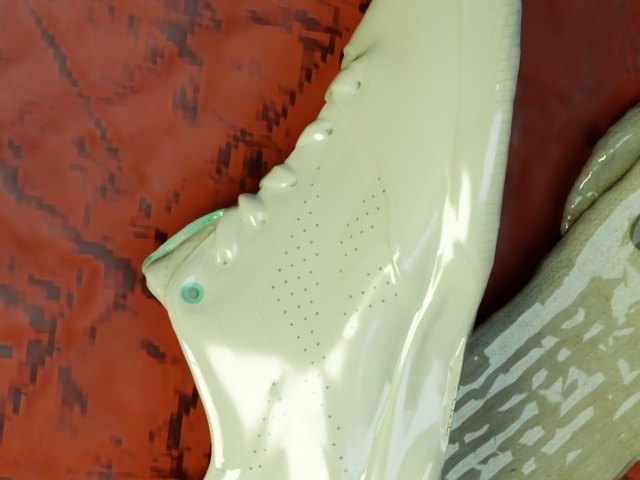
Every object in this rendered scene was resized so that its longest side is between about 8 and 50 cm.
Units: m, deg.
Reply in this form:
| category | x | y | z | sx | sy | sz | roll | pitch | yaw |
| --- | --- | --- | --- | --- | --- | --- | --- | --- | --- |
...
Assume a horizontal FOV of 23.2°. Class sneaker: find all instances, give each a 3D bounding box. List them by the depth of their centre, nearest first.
| category | x | y | z | sx | sy | sz | roll | pitch | yaw |
| --- | --- | --- | --- | --- | --- | --- | --- | --- | --- |
| sneaker | 0.000 | 0.000 | 0.432 | 0.094 | 0.080 | 0.212 | 11 | 91 | 4 |

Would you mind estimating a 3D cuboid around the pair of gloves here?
| category | x | y | z | sx | sy | sz | roll | pitch | yaw |
| --- | --- | --- | --- | --- | --- | --- | --- | --- | --- |
| pair of gloves | 0.158 | 0.058 | 0.517 | 0.240 | 0.042 | 0.204 | 43 | 91 | -18 |
